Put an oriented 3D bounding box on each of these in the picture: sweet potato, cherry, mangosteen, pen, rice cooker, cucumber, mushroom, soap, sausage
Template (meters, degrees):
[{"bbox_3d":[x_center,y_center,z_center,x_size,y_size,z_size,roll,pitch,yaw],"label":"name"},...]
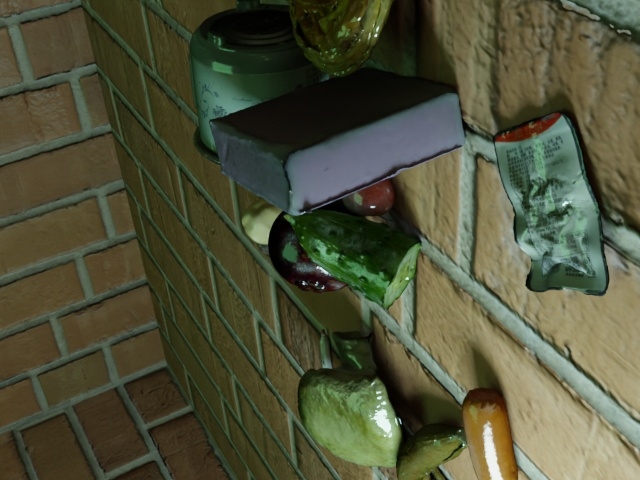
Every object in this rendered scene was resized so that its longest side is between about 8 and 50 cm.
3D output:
[{"bbox_3d":[0.216,0.411,1.652,0.112,0.085,0.286,43,138,12],"label":"sweet potato"},{"bbox_3d":[0.076,-0.090,1.505,0.126,0.087,0.106,60,152,14],"label":"cherry"},{"bbox_3d":[0.000,0.000,1.648,0.210,0.209,0.210,50,152,39],"label":"mangosteen"},{"bbox_3d":[0.015,0.300,2.105,0.026,0.026,0.218,43,147,48],"label":"pen"},{"bbox_3d":[-0.103,-0.259,1.554,0.316,0.264,0.317,5,-90,-80],"label":"rice cooker"},{"bbox_3d":[0.044,0.011,1.490,0.244,0.134,0.134,29,145,15],"label":"cucumber"},{"bbox_3d":[0.066,0.352,1.786,0.217,0.211,0.292,-118,21,-71],"label":"mushroom"},{"bbox_3d":[0.018,-0.162,1.297,0.285,0.296,0.107,33,142,60],"label":"soap"},{"bbox_3d":[0.281,0.336,1.430,0.076,0.076,0.198,25,134,61],"label":"sausage"}]

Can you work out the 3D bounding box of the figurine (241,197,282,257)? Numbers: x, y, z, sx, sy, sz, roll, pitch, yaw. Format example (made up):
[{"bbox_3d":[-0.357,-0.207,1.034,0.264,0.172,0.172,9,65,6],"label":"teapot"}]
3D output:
[{"bbox_3d":[-0.117,-0.019,2.055,0.196,0.108,0.114,71,179,-62],"label":"figurine"}]

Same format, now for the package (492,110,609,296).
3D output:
[{"bbox_3d":[0.294,-0.040,1.102,0.166,0.040,0.232,-14,89,66],"label":"package"}]

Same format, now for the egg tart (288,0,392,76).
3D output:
[{"bbox_3d":[0.043,-0.390,1.274,0.297,0.132,0.297,21,114,60],"label":"egg tart"}]

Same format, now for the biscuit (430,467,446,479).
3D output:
[{"bbox_3d":[0.231,0.481,1.765,0.147,0.018,0.071,52,151,39],"label":"biscuit"}]
